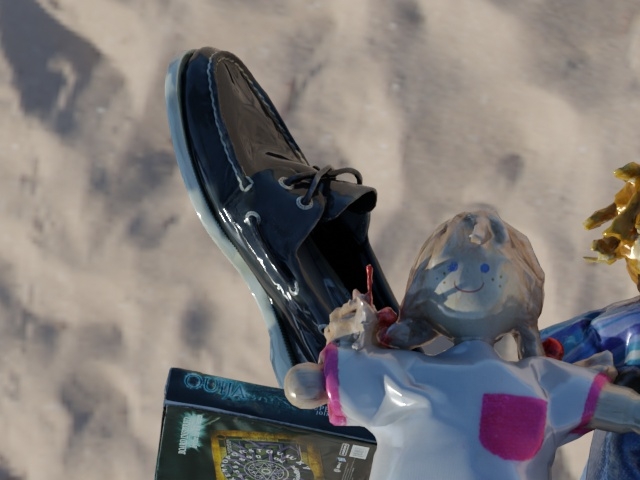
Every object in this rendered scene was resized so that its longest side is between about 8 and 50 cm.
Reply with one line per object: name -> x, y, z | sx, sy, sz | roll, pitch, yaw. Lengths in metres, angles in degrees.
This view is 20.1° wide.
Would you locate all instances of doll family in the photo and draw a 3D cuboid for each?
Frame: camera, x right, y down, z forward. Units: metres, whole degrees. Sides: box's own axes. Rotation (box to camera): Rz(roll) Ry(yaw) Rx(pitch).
doll family -> 0.129, 0.055, 0.493 | 0.263, 0.118, 0.163 | -1, 72, 16

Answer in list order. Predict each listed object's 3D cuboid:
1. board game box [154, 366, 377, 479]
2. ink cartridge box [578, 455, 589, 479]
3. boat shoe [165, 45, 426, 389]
board game box -> -0.036, 0.137, 1.076 | 0.186, 0.126, 0.026 | 105, 176, -58
ink cartridge box -> 0.201, 0.122, 0.976 | 0.090, 0.143, 0.092 | 13, 136, 21
boat shoe -> -0.002, 0.001, 1.320 | 0.113, 0.127, 0.340 | -24, 83, 31
